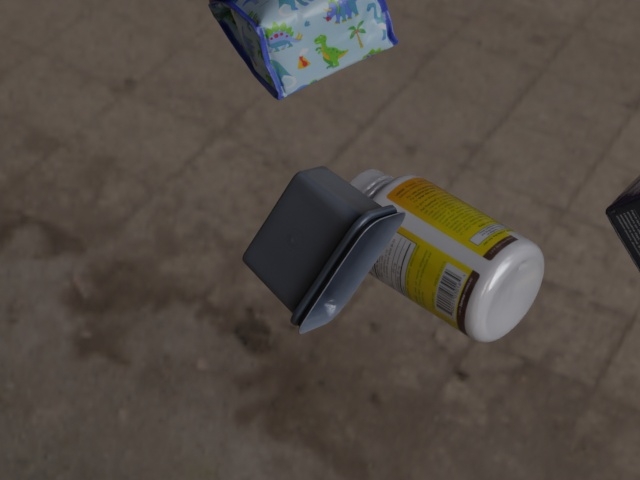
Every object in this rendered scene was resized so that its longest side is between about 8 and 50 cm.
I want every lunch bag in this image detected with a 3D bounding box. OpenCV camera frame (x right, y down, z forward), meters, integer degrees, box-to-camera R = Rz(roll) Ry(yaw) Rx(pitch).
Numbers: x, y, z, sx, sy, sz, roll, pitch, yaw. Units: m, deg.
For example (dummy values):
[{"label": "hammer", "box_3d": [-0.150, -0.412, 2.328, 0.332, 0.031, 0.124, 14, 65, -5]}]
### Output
[{"label": "lunch bag", "box_3d": [-0.021, -0.212, 1.440, 0.129, 0.096, 0.151, -24, 33, -11]}]

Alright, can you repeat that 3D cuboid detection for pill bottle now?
[{"label": "pill bottle", "box_3d": [0.117, 0.008, 1.648, 0.215, 0.117, 0.117, 33, 44, 31]}]

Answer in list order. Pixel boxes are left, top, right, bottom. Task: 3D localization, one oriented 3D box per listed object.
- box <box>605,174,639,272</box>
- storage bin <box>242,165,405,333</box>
[{"label": "box", "box_3d": [0.406, -0.047, 1.523, 0.153, 0.207, 0.108, -38, 99, -46]}, {"label": "storage bin", "box_3d": [0.000, 0.000, 1.436, 0.091, 0.135, 0.098, 42, 25, 16]}]
